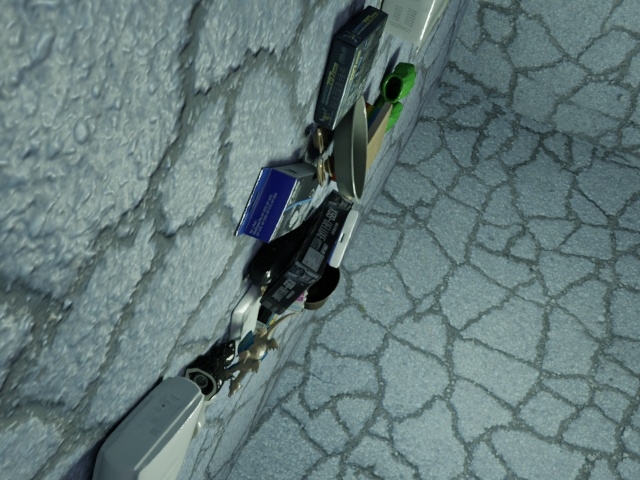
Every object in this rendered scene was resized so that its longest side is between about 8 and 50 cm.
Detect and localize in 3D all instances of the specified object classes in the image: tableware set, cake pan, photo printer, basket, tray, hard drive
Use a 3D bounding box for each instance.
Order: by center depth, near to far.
[{"bbox_3d":[-0.364,0.465,1.175,0.256,0.107,0.307,-48,163,-60],"label":"photo printer"},{"bbox_3d":[0.009,-0.214,1.416,0.168,0.020,0.140,-57,140,-67],"label":"tableware set"},{"bbox_3d":[0.084,-0.251,1.550,0.293,0.054,0.292,2,90,-79],"label":"cake pan"},{"bbox_3d":[-0.213,0.229,1.634,0.145,0.030,0.270,-55,168,-39],"label":"tray"},{"bbox_3d":[0.063,-0.027,2.121,0.318,0.040,0.210,-129,-120,-81],"label":"hard drive"},{"bbox_3d":[-0.026,0.190,2.260,0.204,0.154,0.227,-44,170,-20],"label":"basket"}]

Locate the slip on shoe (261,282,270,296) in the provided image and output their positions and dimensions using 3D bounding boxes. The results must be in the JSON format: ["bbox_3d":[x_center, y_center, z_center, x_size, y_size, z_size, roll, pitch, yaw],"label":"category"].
[{"bbox_3d":[-0.155,0.144,1.699,0.135,0.052,0.041,64,13,-70],"label":"slip on shoe"}]

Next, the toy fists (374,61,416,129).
[{"bbox_3d":[0.249,-0.495,2.010,0.142,0.096,0.279,-40,158,-46],"label":"toy fists"}]

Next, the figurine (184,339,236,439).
[{"bbox_3d":[-0.289,0.373,1.451,0.214,0.093,0.209,-65,176,16],"label":"figurine"}]

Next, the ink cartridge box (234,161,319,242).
[{"bbox_3d":[-0.084,-0.092,1.328,0.165,0.065,0.333,-65,171,16],"label":"ink cartridge box"}]

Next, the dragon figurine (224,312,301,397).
[{"bbox_3d":[-0.181,0.302,1.596,0.289,0.085,0.144,-54,-173,-23],"label":"dragon figurine"}]

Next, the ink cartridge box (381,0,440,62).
[{"bbox_3d":[0.278,-0.675,1.498,0.309,0.130,0.271,-59,172,-26],"label":"ink cartridge box"}]

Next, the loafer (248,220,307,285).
[{"bbox_3d":[-0.111,0.027,1.493,0.223,0.076,0.078,-52,169,-30],"label":"loafer"}]

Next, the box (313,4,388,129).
[{"bbox_3d":[0.068,-0.396,1.321,0.183,0.059,0.232,-57,170,-39],"label":"box"}]

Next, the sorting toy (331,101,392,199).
[{"bbox_3d":[0.121,-0.293,1.854,0.255,0.090,0.257,-60,171,-22],"label":"sorting toy"}]

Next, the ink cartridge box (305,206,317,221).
[{"bbox_3d":[0.001,-0.021,1.904,0.061,0.104,0.181,-58,171,-30],"label":"ink cartridge box"}]

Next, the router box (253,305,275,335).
[{"bbox_3d":[-0.181,0.258,1.858,0.178,0.046,0.133,-60,171,-22],"label":"router box"}]

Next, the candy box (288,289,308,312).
[{"bbox_3d":[-0.067,0.111,1.880,0.233,0.071,0.159,104,-4,-53],"label":"candy box"}]

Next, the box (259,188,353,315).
[{"bbox_3d":[-0.039,0.032,1.604,0.242,0.077,0.307,-47,-168,45],"label":"box"}]
